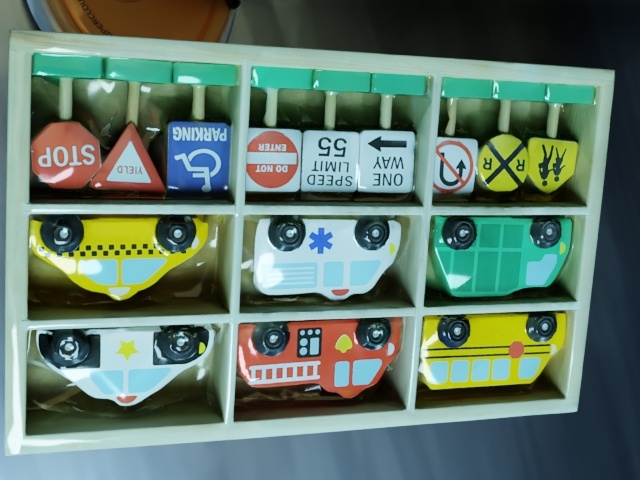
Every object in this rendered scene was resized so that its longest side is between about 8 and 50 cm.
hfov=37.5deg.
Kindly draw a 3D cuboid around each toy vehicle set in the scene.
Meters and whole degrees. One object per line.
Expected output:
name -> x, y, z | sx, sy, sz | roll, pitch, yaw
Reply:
toy vehicle set -> 0.000, 0.000, 0.416 | 0.266, 0.035, 0.166 | -1, 100, -19

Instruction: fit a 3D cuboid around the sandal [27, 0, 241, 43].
sandal -> -0.061, -0.197, 0.404 | 0.102, 0.076, 0.265 | 13, 83, -18
